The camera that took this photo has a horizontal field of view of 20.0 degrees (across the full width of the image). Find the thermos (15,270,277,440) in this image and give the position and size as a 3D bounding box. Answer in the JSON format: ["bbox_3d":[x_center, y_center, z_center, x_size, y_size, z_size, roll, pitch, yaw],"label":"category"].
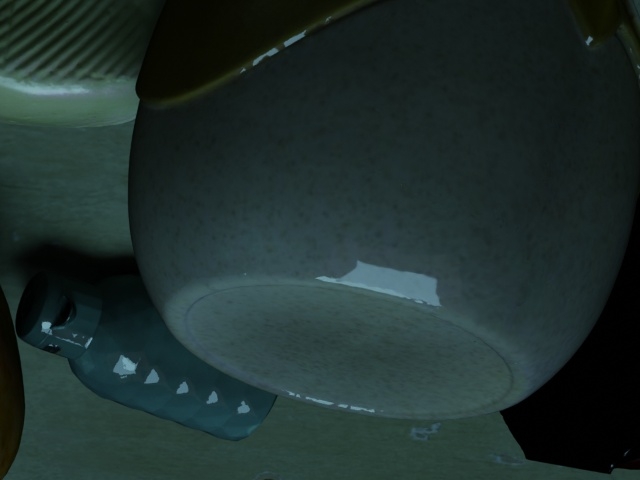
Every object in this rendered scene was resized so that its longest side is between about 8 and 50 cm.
[{"bbox_3d":[-0.194,0.109,1.959,0.286,0.145,0.182,22,170,-26],"label":"thermos"}]

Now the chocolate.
[{"bbox_3d":[0.377,0.064,1.734,0.331,0.383,0.383,15,140,-25],"label":"chocolate"}]

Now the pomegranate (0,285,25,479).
[{"bbox_3d":[-0.484,0.134,1.764,0.411,0.411,0.411,-1,144,-1],"label":"pomegranate"}]

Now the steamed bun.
[{"bbox_3d":[-0.247,-0.173,1.543,0.239,0.170,0.152,8,157,-13],"label":"steamed bun"}]

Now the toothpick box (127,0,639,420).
[{"bbox_3d":[0.063,-0.105,1.430,0.409,0.425,0.409,9,156,4],"label":"toothpick box"}]
